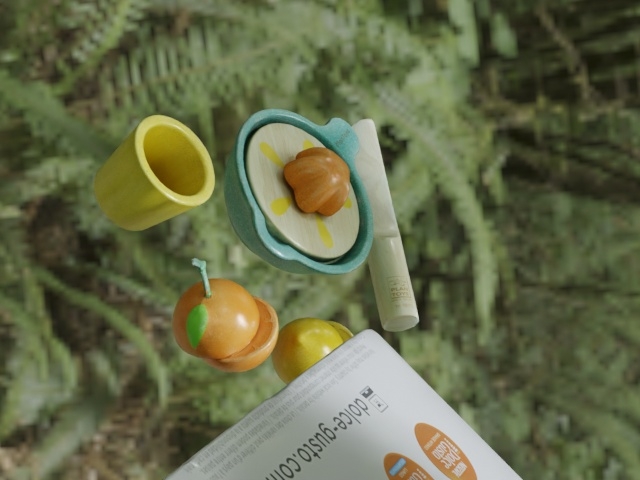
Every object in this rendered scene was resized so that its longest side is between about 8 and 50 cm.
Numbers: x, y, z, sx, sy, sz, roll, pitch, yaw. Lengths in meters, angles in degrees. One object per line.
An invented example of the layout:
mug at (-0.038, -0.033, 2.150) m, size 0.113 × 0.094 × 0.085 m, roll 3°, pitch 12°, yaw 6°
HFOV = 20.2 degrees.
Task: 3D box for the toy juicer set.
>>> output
toy juicer set at (0.000, 0.000, 1.303) m, size 0.329 × 0.089 × 0.209 m, roll -11°, pitch 72°, yaw -52°

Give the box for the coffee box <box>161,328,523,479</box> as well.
coffee box at (-0.012, 0.310, 1.027) m, size 0.334 × 0.338 × 0.337 m, roll 46°, pitch 21°, yaw 6°
